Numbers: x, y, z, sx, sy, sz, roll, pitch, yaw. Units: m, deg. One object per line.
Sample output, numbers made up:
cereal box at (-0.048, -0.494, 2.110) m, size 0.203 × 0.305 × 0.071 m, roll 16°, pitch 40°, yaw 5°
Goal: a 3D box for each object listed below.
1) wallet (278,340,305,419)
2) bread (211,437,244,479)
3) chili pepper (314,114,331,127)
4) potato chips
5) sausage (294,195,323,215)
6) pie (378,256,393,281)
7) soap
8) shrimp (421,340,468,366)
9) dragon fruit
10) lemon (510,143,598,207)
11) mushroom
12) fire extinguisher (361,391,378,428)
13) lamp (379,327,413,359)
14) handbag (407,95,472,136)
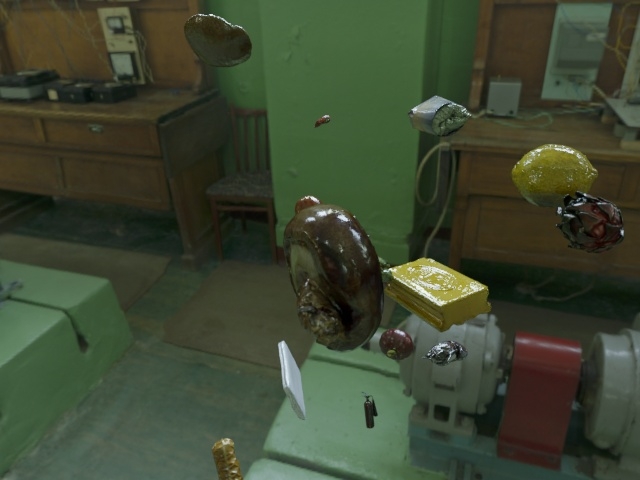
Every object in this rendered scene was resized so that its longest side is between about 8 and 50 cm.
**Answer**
wallet at (-0.071, 0.340, 1.265) m, size 0.031 × 0.124 × 0.183 m, roll -19°, pitch 28°, yaw 2°
bread at (-0.200, 0.520, 1.155) m, size 0.052 × 0.157 × 0.044 m, roll -19°, pitch -11°, yaw 3°
chili pepper at (0.004, -0.480, 2.108) m, size 0.045 × 0.027 × 0.178 m, roll -24°, pitch 7°, yaw -14°
potato chips at (-0.276, -0.517, 1.390) m, size 0.208 × 0.195 × 0.062 m, roll 12°, pitch 74°, yaw 27°
sausage at (0.000, 0.000, 1.527) m, size 0.089 × 0.083 × 0.300 m, roll -9°, pitch 66°, yaw -30°
pie at (0.139, 0.074, 1.647) m, size 0.200 × 0.090 × 0.248 m, roll 16°, pitch -2°, yaw 7°
soap at (0.363, 0.160, 1.666) m, size 0.204 × 0.096 × 0.324 m, roll -17°, pitch 23°, yaw -22°
shrimp at (0.320, 0.298, 1.359) m, size 0.165 × 0.057 × 0.065 m, roll -11°, pitch 52°, yaw -36°
dragon fruit at (0.791, -0.047, 1.523) m, size 0.188 × 0.183 × 0.182 m, roll 0°, pitch 25°, yaw -26°
lemon at (0.748, -0.206, 1.679) m, size 0.259 × 0.204 × 0.204 m, roll 6°, pitch 29°, yaw 28°
mushroom at (0.024, 0.073, 0.972) m, size 0.162 × 0.297 × 0.278 m, roll -11°, pitch 40°, yaw -6°
fire extinguisher at (0.145, 0.480, 1.483) m, size 0.046 × 0.101 × 0.032 m, roll -7°, pitch 3°, yaw -23°
lamp at (0.221, 0.303, 1.519) m, size 0.101 × 0.101 × 0.090 m, roll 10°, pitch 36°, yaw 21°
handbag at (0.340, -0.360, 1.495) m, size 0.117 × 0.095 × 0.173 m, roll -34°, pitch 31°, yaw -4°
